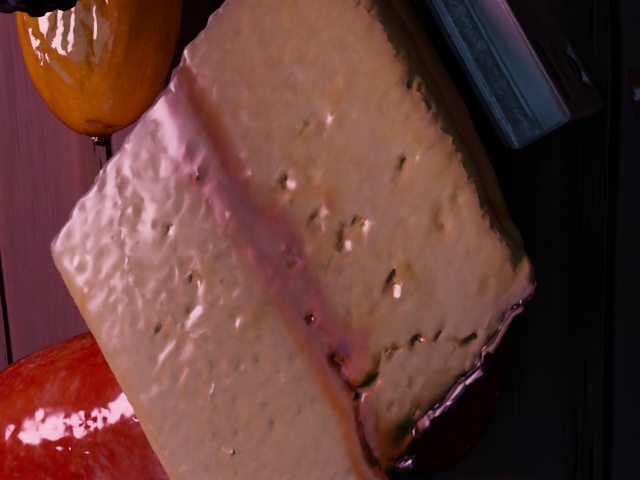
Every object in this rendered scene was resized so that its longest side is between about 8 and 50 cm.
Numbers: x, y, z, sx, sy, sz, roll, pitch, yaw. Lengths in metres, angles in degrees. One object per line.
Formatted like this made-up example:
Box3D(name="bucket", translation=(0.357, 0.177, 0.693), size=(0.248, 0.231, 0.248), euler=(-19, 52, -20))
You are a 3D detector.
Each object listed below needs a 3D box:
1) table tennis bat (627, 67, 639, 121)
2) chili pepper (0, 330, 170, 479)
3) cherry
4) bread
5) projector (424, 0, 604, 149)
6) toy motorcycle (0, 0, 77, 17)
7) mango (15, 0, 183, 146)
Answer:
Box3D(name="table tennis bat", translation=(0.375, -0.124, 0.690), size=(0.310, 0.038, 0.200), euler=(-6, 95, 25))
Box3D(name="chili pepper", translation=(-0.153, 0.187, 0.943), size=(0.305, 0.229, 0.251), euler=(-27, 74, 18))
Box3D(name="cherry", translation=(0.064, 0.079, 0.810), size=(0.192, 0.175, 0.250), euler=(25, 104, 9))
Box3D(name="bread", translation=(0.000, 0.000, 0.756), size=(0.345, 0.242, 0.405), euler=(-39, 82, 16))
Box3D(name="projector", translation=(0.144, -0.146, 0.757), size=(0.061, 0.115, 0.147), euler=(-30, 86, 31))
Box3D(name="toy motorcycle", translation=(-0.103, -0.326, 0.726), size=(0.416, 0.172, 0.232), euler=(-25, 92, -15))
Box3D(name="mango", translation=(-0.191, -0.265, 0.880), size=(0.187, 0.144, 0.359), euler=(157, 115, -70))
